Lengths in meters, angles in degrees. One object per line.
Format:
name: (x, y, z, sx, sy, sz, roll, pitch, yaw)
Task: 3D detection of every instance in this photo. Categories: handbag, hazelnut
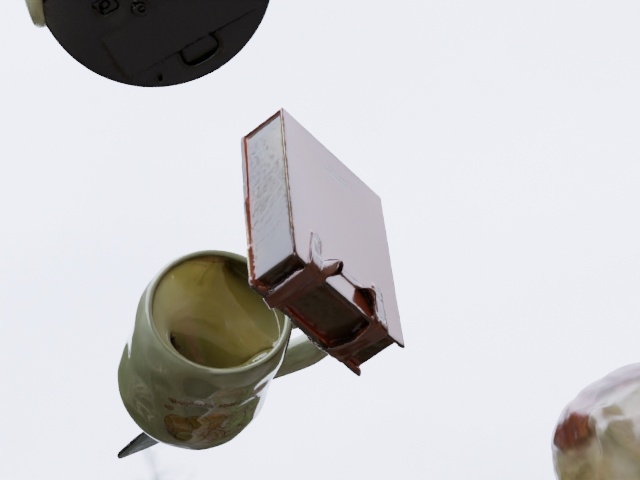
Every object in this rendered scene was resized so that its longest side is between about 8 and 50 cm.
handbag: (0.000, 0.000, 1.301, 0.063, 0.190, 0.127, -35, -57, 22)
hazelnut: (0.365, 0.242, 1.849, 0.261, 0.261, 0.241, -28, -44, 11)

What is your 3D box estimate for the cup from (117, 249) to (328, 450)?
cup: (-0.104, 0.107, 1.941, 0.255, 0.173, 0.202, -35, -17, -31)

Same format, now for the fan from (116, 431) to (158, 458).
fan: (-0.145, 0.221, 2.363, 0.294, 0.012, 0.223, -33, -10, 16)

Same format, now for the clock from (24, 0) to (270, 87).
clock: (-0.057, -0.274, 1.177, 0.379, 0.120, 0.276, -32, -61, 6)
